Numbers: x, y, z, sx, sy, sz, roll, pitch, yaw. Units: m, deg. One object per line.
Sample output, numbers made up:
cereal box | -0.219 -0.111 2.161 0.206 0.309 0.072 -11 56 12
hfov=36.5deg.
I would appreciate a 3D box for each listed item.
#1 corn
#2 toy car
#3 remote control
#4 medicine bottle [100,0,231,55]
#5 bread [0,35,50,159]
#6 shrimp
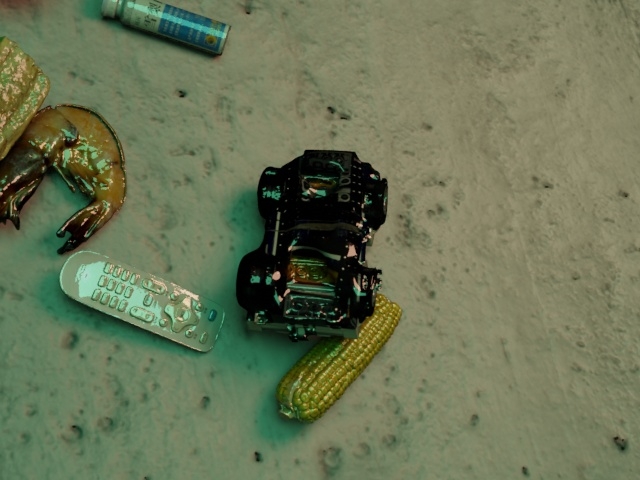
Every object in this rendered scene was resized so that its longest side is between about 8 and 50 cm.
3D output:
corn | 0.026 0.162 1.343 0.080 0.080 0.238 46 64 3
toy car | 0.000 0.000 1.353 0.193 0.118 0.301 3 54 10
remote control | -0.244 0.083 1.320 0.229 0.044 0.073 24 70 -15
medicine bottle | -0.232 -0.330 1.460 0.191 0.051 0.051 18 68 -9
bread | -0.455 -0.163 1.278 0.102 0.138 0.196 45 51 -34
shrimp | -0.372 -0.060 1.326 0.178 0.075 0.289 34 53 -4
